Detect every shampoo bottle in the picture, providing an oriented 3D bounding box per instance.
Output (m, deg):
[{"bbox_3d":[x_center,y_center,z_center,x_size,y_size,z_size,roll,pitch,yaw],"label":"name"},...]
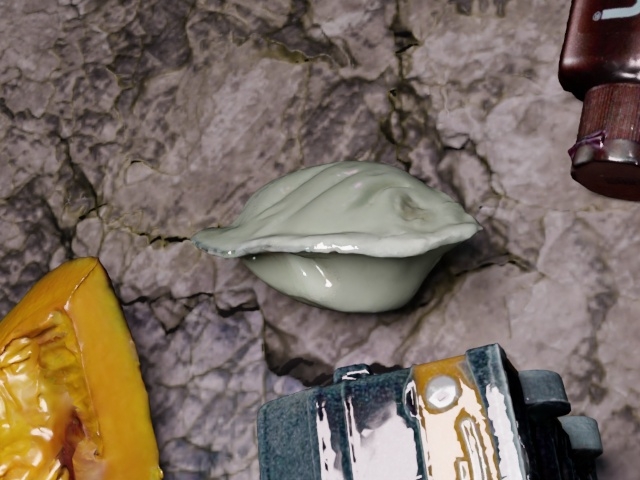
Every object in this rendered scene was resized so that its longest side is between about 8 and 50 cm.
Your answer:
[{"bbox_3d":[0.244,-0.191,0.918,0.129,0.084,0.323,6,72,31],"label":"shampoo bottle"}]

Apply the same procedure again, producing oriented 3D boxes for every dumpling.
[{"bbox_3d":[0.008,0.010,0.899,0.219,0.108,0.152,-3,31,43],"label":"dumpling"}]

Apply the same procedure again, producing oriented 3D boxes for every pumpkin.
[{"bbox_3d":[-0.214,0.179,0.932,0.312,0.169,0.148,-57,26,-16],"label":"pumpkin"}]

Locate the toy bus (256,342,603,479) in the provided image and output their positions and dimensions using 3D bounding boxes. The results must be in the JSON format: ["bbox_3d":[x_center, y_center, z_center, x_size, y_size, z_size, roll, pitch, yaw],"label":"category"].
[{"bbox_3d":[0.080,0.163,0.732,0.167,0.275,0.138,-14,66,15],"label":"toy bus"}]
